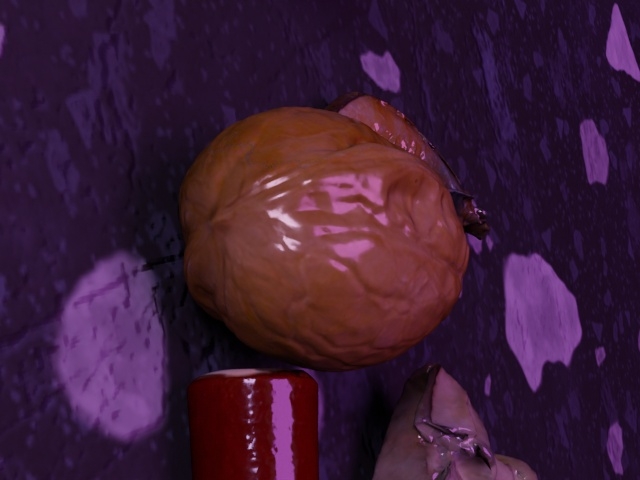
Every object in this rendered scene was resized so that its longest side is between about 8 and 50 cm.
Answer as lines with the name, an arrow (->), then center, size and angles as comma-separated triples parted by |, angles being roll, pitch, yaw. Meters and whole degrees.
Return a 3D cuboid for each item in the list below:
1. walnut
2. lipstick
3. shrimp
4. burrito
walnut -> 0.000, 0.000, 0.728 | 0.207, 0.159, 0.159 | 14, 68, -58
lipstick -> -0.034, 0.193, 0.673 | 0.080, 0.080, 0.241 | 18, 65, -56
shrimp -> 0.065, -0.022, 0.949 | 0.251, 0.052, 0.143 | 24, 70, -45
burrito -> 0.080, 0.261, 0.820 | 0.175, 0.107, 0.347 | 34, 48, -30
